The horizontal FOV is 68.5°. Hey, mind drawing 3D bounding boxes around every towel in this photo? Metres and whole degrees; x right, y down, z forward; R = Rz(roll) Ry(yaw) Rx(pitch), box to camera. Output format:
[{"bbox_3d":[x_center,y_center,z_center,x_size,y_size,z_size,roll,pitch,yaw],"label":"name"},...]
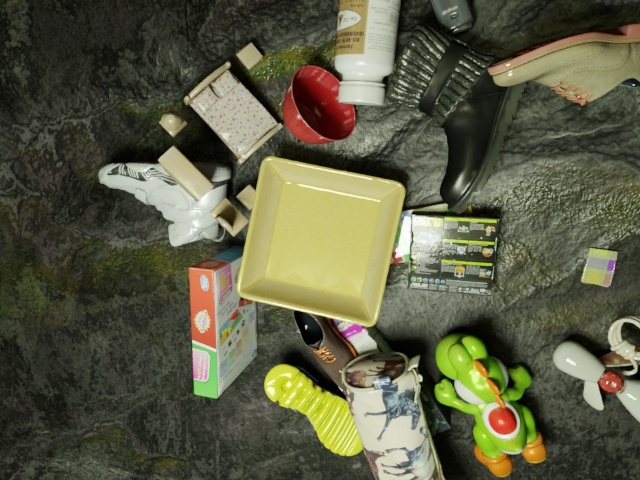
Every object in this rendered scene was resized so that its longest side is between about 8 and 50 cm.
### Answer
[{"bbox_3d":[0.614,0.060,1.036,0.060,0.009,0.083,9,104,15],"label":"towel"}]

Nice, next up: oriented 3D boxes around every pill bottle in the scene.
[{"bbox_3d":[0.097,-0.414,1.013,0.131,0.131,0.229,8,104,14],"label":"pill bottle"}]

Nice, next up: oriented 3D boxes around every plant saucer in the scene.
[{"bbox_3d":[0.000,0.000,1.096,0.332,0.081,0.333,12,93,5],"label":"plant saucer"}]

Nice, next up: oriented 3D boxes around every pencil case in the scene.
[{"bbox_3d":[0.189,0.463,1.070,0.183,0.160,0.410,-14,98,33],"label":"pencil case"}]

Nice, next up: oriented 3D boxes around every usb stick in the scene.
[{"bbox_3d":[0.247,-0.567,0.981,0.077,0.045,0.278,-19,97,18],"label":"usb stick"}]

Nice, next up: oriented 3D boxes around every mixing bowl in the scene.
[{"bbox_3d":[-0.018,-0.290,1.071,0.098,0.181,0.181,-25,95,49],"label":"mixing bowl"}]

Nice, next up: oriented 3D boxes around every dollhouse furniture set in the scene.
[{"bbox_3d":[-0.176,-0.236,1.064,0.355,0.174,0.303,-45,103,-8],"label":"dollhouse furniture set"}]

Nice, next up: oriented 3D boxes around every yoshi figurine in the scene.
[{"bbox_3d":[0.381,0.354,1.103,0.203,0.203,0.362,-9,115,45],"label":"yoshi figurine"}]

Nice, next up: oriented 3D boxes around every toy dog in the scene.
[{"bbox_3d":[0.691,0.322,1.024,0.220,0.161,0.334,-43,74,23],"label":"toy dog"}]

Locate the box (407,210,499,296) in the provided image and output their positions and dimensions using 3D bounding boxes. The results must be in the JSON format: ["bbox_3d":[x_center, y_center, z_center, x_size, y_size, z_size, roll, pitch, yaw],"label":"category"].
[{"bbox_3d":[0.297,0.029,1.070,0.190,0.045,0.184,3,105,15],"label":"box"}]

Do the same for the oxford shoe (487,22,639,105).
[{"bbox_3d":[0.480,-0.315,0.876,0.348,0.123,0.130,-13,106,-9],"label":"oxford shoe"}]

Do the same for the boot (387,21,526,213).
[{"bbox_3d":[0.255,-0.255,1.000,0.260,0.131,0.348,20,96,4],"label":"boot"}]

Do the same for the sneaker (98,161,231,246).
[{"bbox_3d":[-0.406,-0.098,1.223,0.365,0.137,0.210,3,100,12],"label":"sneaker"}]

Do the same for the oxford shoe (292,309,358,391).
[{"bbox_3d":[0.009,0.262,1.130,0.097,0.098,0.271,-33,91,20],"label":"oxford shoe"}]

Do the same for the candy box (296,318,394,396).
[{"bbox_3d":[0.074,0.272,1.205,0.159,0.071,0.233,-37,90,20],"label":"candy box"}]

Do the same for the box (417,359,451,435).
[{"bbox_3d":[0.220,0.414,1.185,0.158,0.093,0.156,-32,92,19],"label":"box"}]

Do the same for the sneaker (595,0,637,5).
[{"bbox_3d":[0.650,-0.518,0.846,0.299,0.121,0.112,0,72,8],"label":"sneaker"}]

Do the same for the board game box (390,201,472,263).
[{"bbox_3d":[0.232,-0.016,1.118,0.259,0.039,0.124,-11,100,15],"label":"board game box"}]

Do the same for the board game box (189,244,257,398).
[{"bbox_3d":[-0.235,0.192,1.187,0.064,0.242,0.316,5,103,15],"label":"board game box"}]

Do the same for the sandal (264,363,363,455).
[{"bbox_3d":[-0.005,0.431,1.239,0.317,0.138,0.126,43,84,1],"label":"sandal"}]
